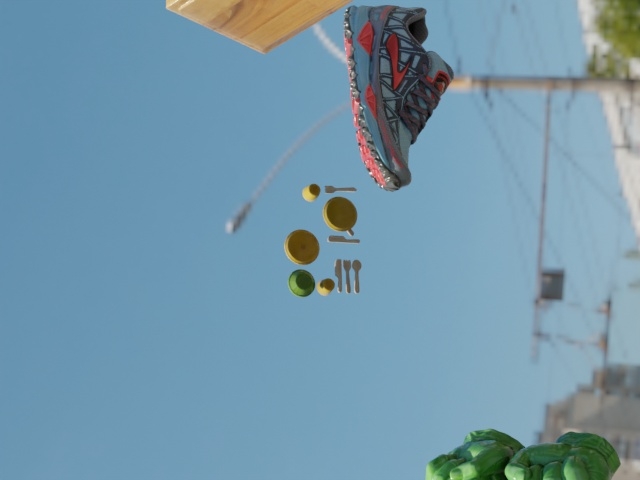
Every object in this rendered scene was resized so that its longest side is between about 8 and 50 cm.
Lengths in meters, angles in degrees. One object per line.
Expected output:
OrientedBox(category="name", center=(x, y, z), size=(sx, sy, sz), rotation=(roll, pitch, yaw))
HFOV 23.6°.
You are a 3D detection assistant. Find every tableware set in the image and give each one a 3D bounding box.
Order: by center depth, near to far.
OrientedBox(category="tableware set", center=(0.000, 0.000, 2.011), size=(0.024, 0.104, 0.154), rotation=(142, 128, -67))

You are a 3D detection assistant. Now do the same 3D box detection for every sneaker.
OrientedBox(category="sneaker", center=(0.097, -0.180, 1.805), size=(0.104, 0.125, 0.262), rotation=(76, -173, -60))

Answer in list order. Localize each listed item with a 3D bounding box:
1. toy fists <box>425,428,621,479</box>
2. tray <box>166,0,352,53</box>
OrientedBox(category="toy fists", center=(0.268, 0.326, 2.111), size=(0.142, 0.279, 0.096), rotation=(-44, -60, -42))
OrientedBox(category="tray", center=(-0.040, -0.425, 2.375), size=(0.202, 0.411, 0.076), rotation=(22, -118, -33))
